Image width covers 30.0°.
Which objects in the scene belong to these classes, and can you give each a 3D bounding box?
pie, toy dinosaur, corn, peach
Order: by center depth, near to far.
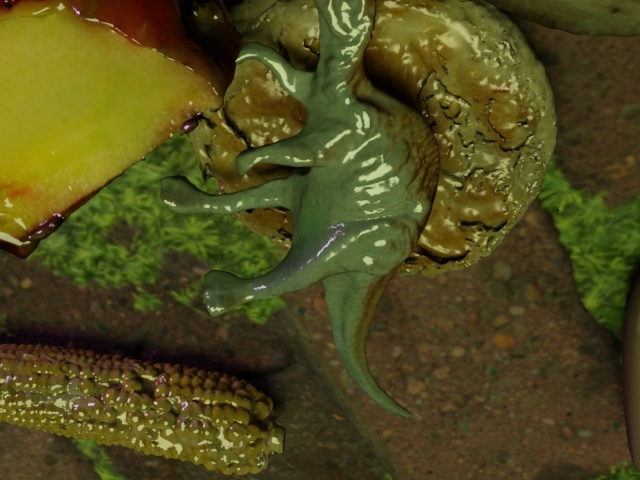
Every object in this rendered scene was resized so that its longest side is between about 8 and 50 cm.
[{"bbox_3d":[-0.180,-0.110,0.800,0.159,0.154,0.267,44,128,-16],"label":"peach"},{"bbox_3d":[0.000,0.000,0.843,0.206,0.092,0.393,-15,116,16],"label":"toy dinosaur"},{"bbox_3d":[0.034,-0.078,0.863,0.274,0.055,0.274,6,130,8],"label":"pie"},{"bbox_3d":[-0.170,0.141,1.033,0.288,0.086,0.086,11,128,-2],"label":"corn"}]

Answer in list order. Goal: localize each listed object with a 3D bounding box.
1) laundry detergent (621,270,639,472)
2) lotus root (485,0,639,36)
[{"bbox_3d":[0.326,0.084,0.943,0.171,0.076,0.237,-3,125,7],"label":"laundry detergent"},{"bbox_3d":[0.156,-0.238,0.673,0.314,0.142,0.210,18,145,-35],"label":"lotus root"}]
